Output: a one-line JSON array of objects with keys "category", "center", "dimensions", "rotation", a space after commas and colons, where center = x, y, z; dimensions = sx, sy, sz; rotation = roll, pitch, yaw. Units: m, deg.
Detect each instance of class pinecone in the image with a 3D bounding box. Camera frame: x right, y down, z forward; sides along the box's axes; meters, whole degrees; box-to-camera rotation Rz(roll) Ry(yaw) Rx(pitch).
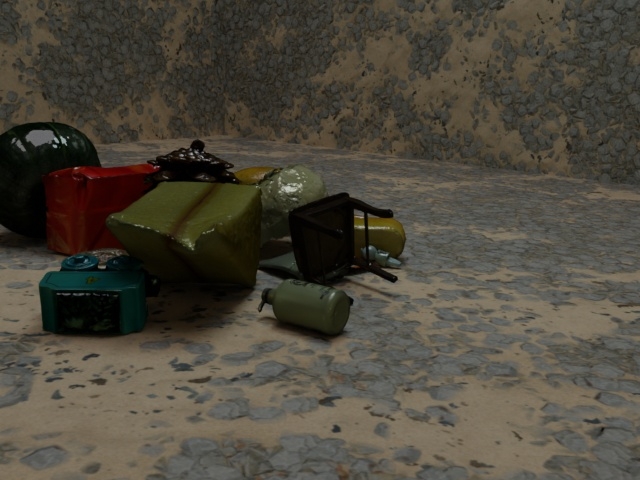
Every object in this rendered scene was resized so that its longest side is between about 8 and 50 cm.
[{"category": "pinecone", "center": [-0.300, -0.097, 1.637], "dimensions": [0.224, 0.273, 0.224], "rotation": [6, 9, -1]}]

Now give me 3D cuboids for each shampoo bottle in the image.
[{"category": "shampoo bottle", "center": [-0.033, 0.110, 1.234], "dimensions": [0.161, 0.079, 0.079], "rotation": [11, 16, 32]}]

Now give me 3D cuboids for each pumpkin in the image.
[{"category": "pumpkin", "center": [-0.672, -0.141, 1.728], "dimensions": [0.207, 0.300, 0.300], "rotation": [44, 34, 25]}]

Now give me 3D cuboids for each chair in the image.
[{"category": "chair", "center": [0.000, 0.000, 1.482], "dimensions": [0.160, 0.186, 0.319], "rotation": [-22, 27, -32]}]

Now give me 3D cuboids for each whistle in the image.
[{"category": "whistle", "center": [0.138, 0.039, 1.635], "dimensions": [0.100, 0.035, 0.035], "rotation": [21, 18, 13]}]

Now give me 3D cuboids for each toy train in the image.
[{"category": "toy train", "center": [-0.376, 0.092, 1.208], "dimensions": [0.197, 0.107, 0.154], "rotation": [1, 21, -4]}]

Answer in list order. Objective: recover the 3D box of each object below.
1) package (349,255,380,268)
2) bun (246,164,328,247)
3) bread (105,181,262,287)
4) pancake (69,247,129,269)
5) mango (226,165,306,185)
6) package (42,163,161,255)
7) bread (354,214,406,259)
[{"category": "package", "center": [0.077, 0.049, 1.603], "dimensions": [0.110, 0.033, 0.077], "rotation": [-4, 5, -44]}, {"category": "bun", "center": [-0.107, -0.091, 1.709], "dimensions": [0.259, 0.152, 0.259], "rotation": [-27, 6, 3]}, {"category": "bread", "center": [-0.239, -0.054, 1.315], "dimensions": [0.233, 0.245, 0.362], "rotation": [3, -17, 1]}, {"category": "pancake", "center": [-0.470, 0.045, 1.537], "dimensions": [0.151, 0.025, 0.152], "rotation": [1, 14, 0]}, {"category": "mango", "center": [-0.166, -0.119, 1.900], "dimensions": [0.294, 0.177, 0.120], "rotation": [-19, -29, 15]}, {"category": "package", "center": [-0.455, -0.087, 1.723], "dimensions": [0.123, 0.196, 0.423], "rotation": [18, 20, 42]}, {"category": "bread", "center": [0.082, -0.005, 1.698], "dimensions": [0.245, 0.102, 0.094], "rotation": [2, 19, 6]}]
